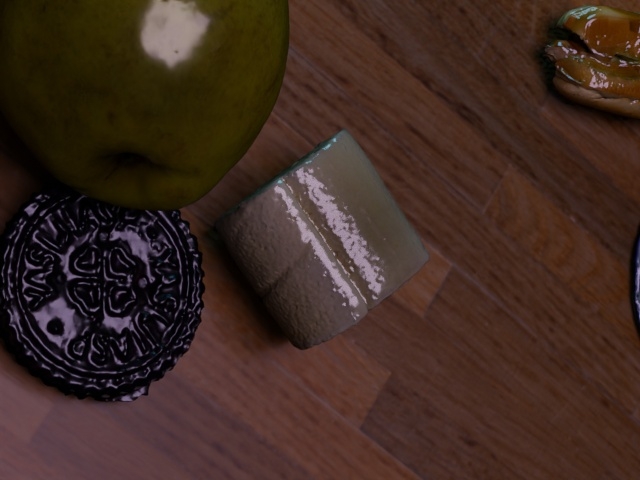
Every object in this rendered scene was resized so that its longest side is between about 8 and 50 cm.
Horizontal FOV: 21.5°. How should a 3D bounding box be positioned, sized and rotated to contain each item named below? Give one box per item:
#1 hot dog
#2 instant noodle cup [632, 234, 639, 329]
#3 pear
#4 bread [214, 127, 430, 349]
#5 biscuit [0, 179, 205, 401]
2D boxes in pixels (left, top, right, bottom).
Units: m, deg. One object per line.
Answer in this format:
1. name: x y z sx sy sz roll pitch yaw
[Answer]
1. hot dog: 0.341 -0.171 1.699 0.269 0.072 0.109 8 80 -26
2. instant noodle cup: 0.508 0.032 1.620 0.284 0.312 0.284 5 80 -29
3. pear: -0.140 -0.180 1.336 0.253 0.253 0.307 23 61 -24
4. bread: 0.000 0.000 1.446 0.148 0.134 0.141 -37 96 -40
5. biscuit: -0.181 0.037 1.385 0.194 0.053 0.195 4 81 -28
